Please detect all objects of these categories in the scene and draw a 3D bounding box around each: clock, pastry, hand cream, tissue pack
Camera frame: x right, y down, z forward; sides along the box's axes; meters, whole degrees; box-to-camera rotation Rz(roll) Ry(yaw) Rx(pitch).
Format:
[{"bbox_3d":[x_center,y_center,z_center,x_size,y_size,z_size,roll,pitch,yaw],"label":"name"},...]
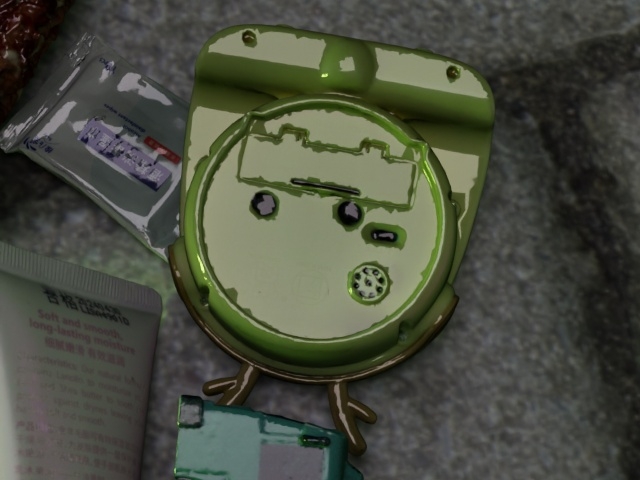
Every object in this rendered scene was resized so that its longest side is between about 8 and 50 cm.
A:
[{"bbox_3d":[0.000,0.000,1.348,0.235,0.096,0.308,10,78,1],"label":"clock"},{"bbox_3d":[-0.250,-0.200,1.441,0.115,0.097,0.208,19,72,2],"label":"pastry"},{"bbox_3d":[-0.196,0.185,1.279,0.118,0.185,0.359,-18,63,43],"label":"hand cream"},{"bbox_3d":[-0.150,-0.073,1.428,0.193,0.026,0.122,33,74,12],"label":"tissue pack"}]

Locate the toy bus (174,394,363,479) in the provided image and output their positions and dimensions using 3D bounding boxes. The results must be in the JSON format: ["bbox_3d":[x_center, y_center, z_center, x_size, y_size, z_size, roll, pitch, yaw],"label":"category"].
[{"bbox_3d":[-0.050,0.241,1.239,0.147,0.128,0.256,5,80,1],"label":"toy bus"}]
